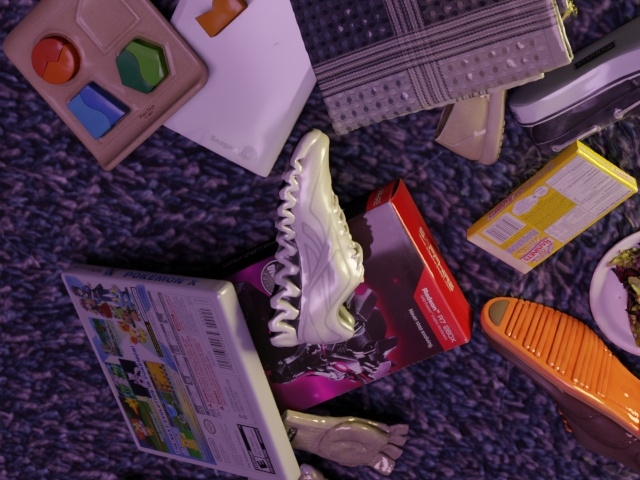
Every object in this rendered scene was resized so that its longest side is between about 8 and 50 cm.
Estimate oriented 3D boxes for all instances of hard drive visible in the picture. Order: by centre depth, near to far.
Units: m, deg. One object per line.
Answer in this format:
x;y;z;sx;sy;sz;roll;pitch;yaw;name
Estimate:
-0.091;-0.257;1.505;0.203;0.040;0.307;27;115;-4;hard drive

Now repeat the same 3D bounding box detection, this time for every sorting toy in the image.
-0.251;-0.258;1.495;0.307;0.041;0.229;-38;93;26;sorting toy

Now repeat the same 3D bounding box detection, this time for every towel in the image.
0.111;-0.305;1.365;0.324;0.056;0.312;-13;102;30;towel

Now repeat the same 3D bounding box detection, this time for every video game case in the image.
-0.194;0.186;1.635;0.300;0.036;0.329;5;125;36;video game case

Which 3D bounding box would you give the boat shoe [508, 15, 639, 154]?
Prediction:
0.384;-0.195;1.417;0.306;0.113;0.105;-28;114;20;boat shoe

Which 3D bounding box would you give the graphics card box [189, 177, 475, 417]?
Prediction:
-0.004;0.097;1.619;0.371;0.094;0.232;-24;107;19;graphics card box

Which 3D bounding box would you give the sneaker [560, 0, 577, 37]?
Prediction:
0.298;-0.287;1.437;0.035;0.031;0.083;0;119;-6;sneaker

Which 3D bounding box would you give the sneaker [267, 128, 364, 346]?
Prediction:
0.000;0.000;1.483;0.118;0.110;0.292;6;112;5;sneaker

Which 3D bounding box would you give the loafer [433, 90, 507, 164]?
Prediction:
0.188;-0.219;1.442;0.092;0.102;0.268;3;115;2;loafer

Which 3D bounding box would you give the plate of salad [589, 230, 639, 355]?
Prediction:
0.460;0.076;1.560;0.200;0.048;0.199;4;115;8;plate of salad

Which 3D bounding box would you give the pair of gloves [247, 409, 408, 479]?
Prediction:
0.005;0.331;1.718;0.204;0.042;0.240;11;131;-13;pair of gloves

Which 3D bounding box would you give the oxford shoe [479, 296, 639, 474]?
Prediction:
0.355;0.215;1.601;0.364;0.130;0.132;36;132;2;oxford shoe

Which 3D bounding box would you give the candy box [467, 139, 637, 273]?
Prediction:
0.294;-0.039;1.507;0.105;0.027;0.206;28;132;-24;candy box
